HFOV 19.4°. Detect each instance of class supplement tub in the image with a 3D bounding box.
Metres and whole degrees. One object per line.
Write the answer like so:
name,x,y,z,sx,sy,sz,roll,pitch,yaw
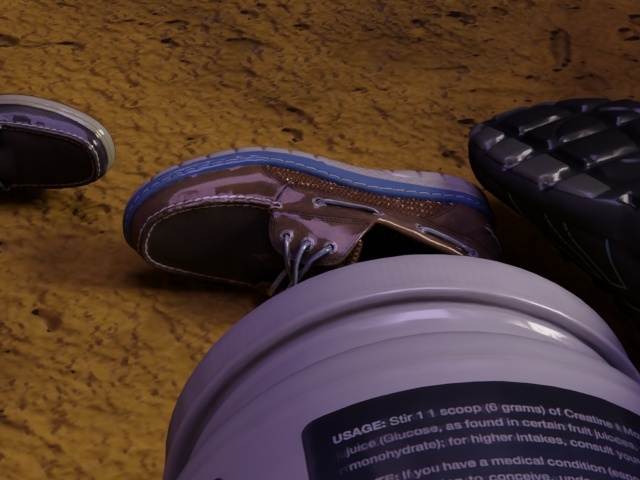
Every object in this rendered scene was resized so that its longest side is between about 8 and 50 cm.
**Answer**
supplement tub,0.045,0.149,0.542,0.191,0.191,0.272,1,35,-9

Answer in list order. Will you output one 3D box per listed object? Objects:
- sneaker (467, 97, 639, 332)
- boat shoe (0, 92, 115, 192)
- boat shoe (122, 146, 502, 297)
sneaker,0.158,0.012,0.873,0.101,0.106,0.267,-20,32,-26
boat shoe,-0.178,-0.041,0.921,0.152,0.056,0.049,4,39,11
boat shoe,0.000,0.000,0.881,0.183,0.066,0.066,-1,38,-12
